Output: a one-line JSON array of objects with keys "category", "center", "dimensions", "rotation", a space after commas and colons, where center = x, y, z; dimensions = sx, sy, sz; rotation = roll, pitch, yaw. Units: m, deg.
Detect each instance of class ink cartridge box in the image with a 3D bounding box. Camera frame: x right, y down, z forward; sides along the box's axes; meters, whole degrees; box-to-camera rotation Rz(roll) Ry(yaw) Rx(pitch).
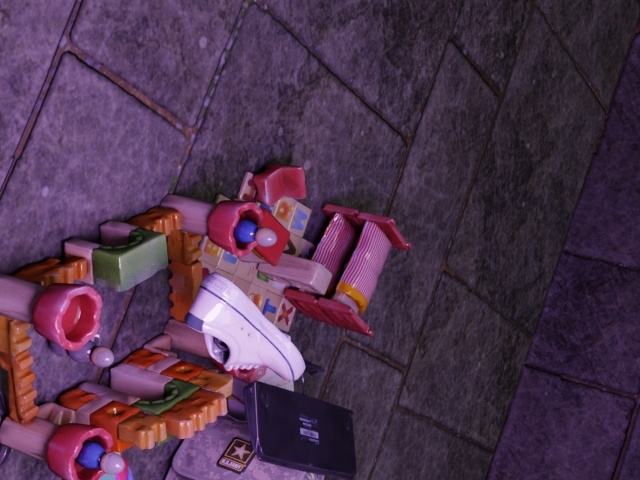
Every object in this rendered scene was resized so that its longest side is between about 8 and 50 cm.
[{"category": "ink cartridge box", "center": [-0.107, 0.265, 2.207], "dimensions": [0.115, 0.067, 0.198], "rotation": [-35, 134, -42]}]

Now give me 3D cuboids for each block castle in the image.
[{"category": "block castle", "center": [-0.248, 0.133, 1.784], "dimensions": [0.453, 0.213, 0.302], "rotation": [-31, 127, -52]}]

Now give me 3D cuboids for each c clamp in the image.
[{"category": "c clamp", "center": [-0.471, 0.268, 1.684], "dimensions": [0.137, 0.022, 0.160], "rotation": [-52, 142, -43]}]

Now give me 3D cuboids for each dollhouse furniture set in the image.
[{"category": "dollhouse furniture set", "center": [0.000, 0.000, 2.172], "dimensions": [0.374, 0.152, 0.201], "rotation": [47, 62, -55]}]

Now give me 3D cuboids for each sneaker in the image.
[{"category": "sneaker", "center": [-0.112, 0.141, 1.744], "dimensions": [0.091, 0.094, 0.258], "rotation": [-51, 136, -10]}]

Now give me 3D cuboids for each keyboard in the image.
[{"category": "keyboard", "center": [-0.031, 0.273, 1.993], "dimensions": [0.317, 0.033, 0.201], "rotation": [29, 52, -56]}]

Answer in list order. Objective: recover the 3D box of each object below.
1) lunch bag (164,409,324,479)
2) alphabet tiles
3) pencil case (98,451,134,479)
[{"category": "lunch bag", "center": [-0.139, 0.442, 2.074], "dimensions": [0.169, 0.235, 0.286], "rotation": [34, 72, -64]}, {"category": "alphabet tiles", "center": [-0.115, 0.047, 2.167], "dimensions": [0.342, 0.011, 0.285], "rotation": [29, 78, -58]}, {"category": "pencil case", "center": [-0.328, 0.384, 1.890], "dimensions": [0.104, 0.104, 0.236], "rotation": [-48, 137, -37]}]
